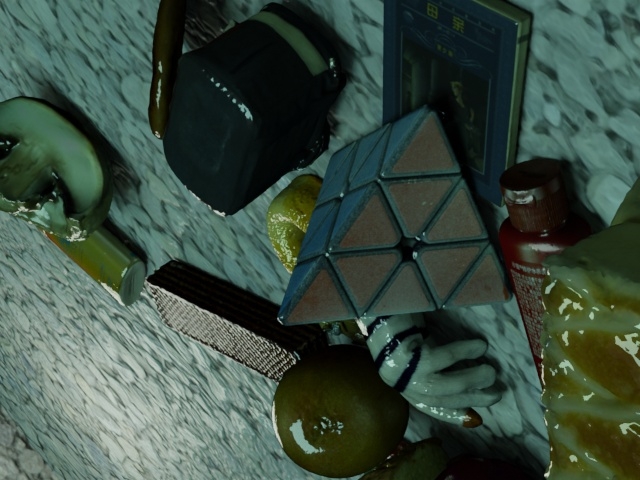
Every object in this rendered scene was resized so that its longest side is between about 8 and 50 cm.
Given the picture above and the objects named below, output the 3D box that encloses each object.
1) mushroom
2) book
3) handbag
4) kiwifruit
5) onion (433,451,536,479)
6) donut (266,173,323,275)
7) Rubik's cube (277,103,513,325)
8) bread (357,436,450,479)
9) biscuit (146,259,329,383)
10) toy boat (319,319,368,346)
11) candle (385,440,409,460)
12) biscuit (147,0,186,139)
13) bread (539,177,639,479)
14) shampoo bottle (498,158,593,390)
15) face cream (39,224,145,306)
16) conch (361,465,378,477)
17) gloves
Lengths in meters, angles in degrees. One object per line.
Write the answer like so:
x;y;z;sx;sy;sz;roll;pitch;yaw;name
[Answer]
-0.468;-0.116;2.252;0.267;0.189;0.164;21;160;4;mushroom
0.146;-0.180;1.501;0.191;0.025;0.269;33;146;29;book
-0.088;-0.170;1.672;0.181;0.181;0.254;43;147;16;handbag
0.031;0.245;1.932;0.196;0.196;0.234;53;-166;-2;kiwifruit
0.236;0.365;1.871;0.195;0.218;0.140;33;115;-24;onion
-0.001;0.001;1.846;0.190;0.075;0.174;45;150;12;donut
0.085;-0.023;1.610;0.233;0.228;0.228;-9;84;24;Rubik's cube
0.117;0.389;1.916;0.139;0.229;0.143;-38;81;25;bread
-0.132;0.140;2.177;0.388;0.073;0.107;22;141;41;biscuit
0.053;0.128;1.934;0.149;0.049;0.047;9;131;49;toy boat
0.106;0.328;2.081;0.329;0.048;0.051;31;136;30;candle
-0.204;-0.238;1.763;0.036;0.212;0.212;8;144;-4;biscuit
0.413;0.167;1.240;0.390;0.279;0.371;25;131;41;bread
0.275;0.055;1.530;0.118;0.076;0.314;15;134;47;shampoo bottle
-0.439;-0.007;2.434;0.285;0.067;0.139;40;146;19;face cream
0.134;0.454;2.088;0.188;0.122;0.175;20;123;15;conch
0.140;0.168;1.790;0.218;0.131;0.140;61;152;2;gloves
